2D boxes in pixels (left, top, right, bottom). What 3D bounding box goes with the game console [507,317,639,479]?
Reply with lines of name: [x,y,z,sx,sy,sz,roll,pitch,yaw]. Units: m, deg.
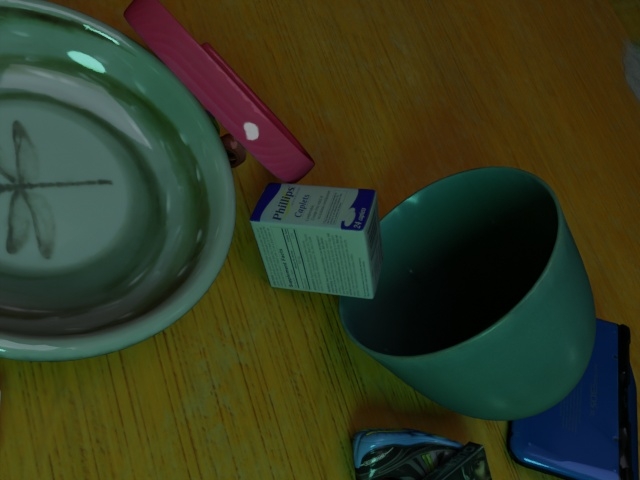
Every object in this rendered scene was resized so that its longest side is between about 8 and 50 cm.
game console: [0.420,0.284,1.025,0.250,0.173,0.293,15,50,8]

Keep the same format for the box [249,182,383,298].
box: [0.000,0.000,0.765,0.137,0.126,0.072,6,49,16]

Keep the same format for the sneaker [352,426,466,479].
sneaker: [0.114,0.275,0.784,0.188,0.067,0.078,14,78,-32]

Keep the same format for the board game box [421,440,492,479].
board game box: [0.139,0.336,0.738,0.186,0.026,0.126,-23,102,-35]

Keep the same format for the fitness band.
fitness band: [-0.122,-0.183,0.786,0.291,0.054,0.209,45,7,-7]

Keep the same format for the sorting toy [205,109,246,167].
sorting toy: [-0.138,-0.138,0.824,0.102,0.061,0.042,49,41,-36]

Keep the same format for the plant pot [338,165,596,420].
plant pot: [0.210,0.091,0.811,0.235,0.293,0.292,47,44,-30]

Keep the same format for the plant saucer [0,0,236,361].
plant saucer: [-0.284,-0.063,0.643,0.401,0.100,0.400,18,56,-28]
